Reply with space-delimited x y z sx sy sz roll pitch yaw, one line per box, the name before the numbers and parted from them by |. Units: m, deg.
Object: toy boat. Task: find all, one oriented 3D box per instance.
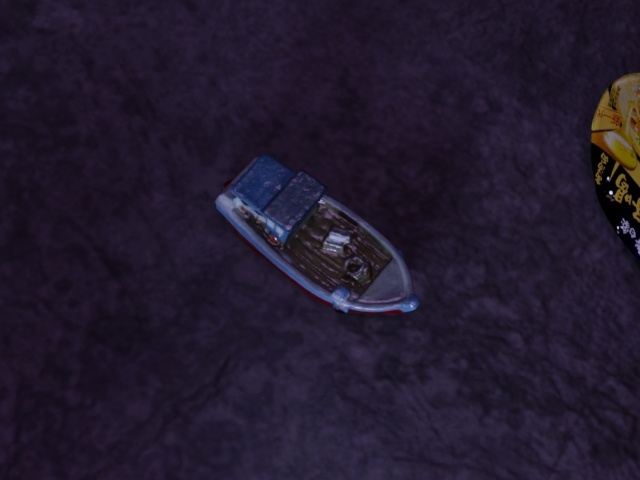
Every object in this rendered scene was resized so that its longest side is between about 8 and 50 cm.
toy boat | 0.000 0.000 1.256 0.173 0.059 0.069 38 67 9

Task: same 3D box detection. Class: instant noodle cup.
instant noodle cup | 0.289 -0.063 1.286 0.122 0.151 0.151 -17 70 -27
